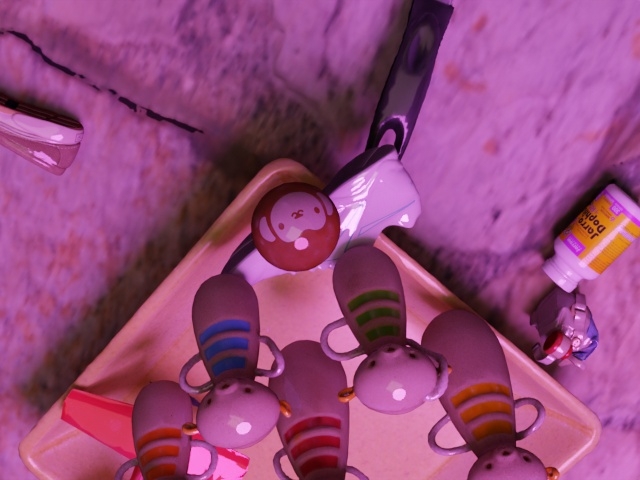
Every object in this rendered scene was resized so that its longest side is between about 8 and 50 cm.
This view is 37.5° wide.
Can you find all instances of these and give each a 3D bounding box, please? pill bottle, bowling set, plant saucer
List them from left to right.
[{"bbox_3d":[-0.014,0.083,0.572,0.287,0.154,0.200,-16,132,2],"label":"bowling set"},{"bbox_3d":[-0.010,0.143,0.757,0.333,0.081,0.333,40,107,-12],"label":"plant saucer"},{"bbox_3d":[0.208,0.000,0.718,0.043,0.043,0.083,38,106,-11],"label":"pill bottle"}]

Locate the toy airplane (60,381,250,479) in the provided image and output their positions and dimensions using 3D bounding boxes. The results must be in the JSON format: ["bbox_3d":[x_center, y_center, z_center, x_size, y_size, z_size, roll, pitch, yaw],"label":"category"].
[{"bbox_3d":[-0.137,0.172,0.713,0.151,0.028,0.151,0,110,0],"label":"toy airplane"}]

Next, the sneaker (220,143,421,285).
[{"bbox_3d":[0.000,0.000,0.636,0.152,0.054,0.061,-32,108,11],"label":"sneaker"}]

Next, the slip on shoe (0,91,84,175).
[{"bbox_3d":[-0.246,-0.089,0.699,0.135,0.051,0.041,19,107,-13],"label":"slip on shoe"}]

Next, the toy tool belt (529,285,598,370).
[{"bbox_3d":[0.195,0.074,0.724,0.051,0.083,0.052,34,116,-8],"label":"toy tool belt"}]

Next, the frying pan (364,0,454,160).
[{"bbox_3d":[0.116,-0.202,0.644,0.197,0.053,0.326,-4,109,3],"label":"frying pan"}]
